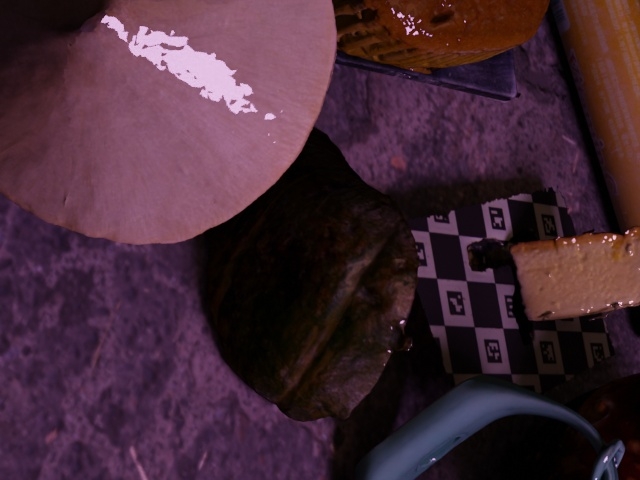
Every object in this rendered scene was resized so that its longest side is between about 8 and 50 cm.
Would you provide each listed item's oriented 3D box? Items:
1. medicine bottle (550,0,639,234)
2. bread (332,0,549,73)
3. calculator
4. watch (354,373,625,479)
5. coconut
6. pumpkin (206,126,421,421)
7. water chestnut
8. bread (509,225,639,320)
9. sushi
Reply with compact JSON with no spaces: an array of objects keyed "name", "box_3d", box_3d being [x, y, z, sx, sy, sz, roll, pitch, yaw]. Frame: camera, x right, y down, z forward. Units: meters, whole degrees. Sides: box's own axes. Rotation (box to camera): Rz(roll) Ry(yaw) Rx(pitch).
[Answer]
[{"name":"medicine bottle","box_3d":[0.325,-0.111,1.659,0.108,0.108,0.426,-15,88,-43]},{"name":"bread","box_3d":[0.087,-0.267,1.440,0.253,0.142,0.227,4,84,-43]},{"name":"calculator","box_3d":[0.092,-0.224,1.541,0.262,0.021,0.161,9,73,-40]},{"name":"watch","box_3d":[0.137,0.217,1.326,0.195,0.237,0.068,52,2,22]},{"name":"coconut","box_3d":[-0.127,-0.143,1.114,0.329,0.329,0.328,14,69,-39]},{"name":"pumpkin","box_3d":[-0.002,-0.004,1.294,0.111,0.163,0.278,27,60,-35]},{"name":"water chestnut","box_3d":[0.319,0.255,1.435,0.300,0.300,0.300,14,69,-39]},{"name":"bread","box_3d":[0.246,0.033,1.494,0.080,0.109,0.084,1,79,-52]},{"name":"sushi","box_3d":[0.164,0.054,1.508,0.279,0.043,0.192,-18,89,-50]}]
